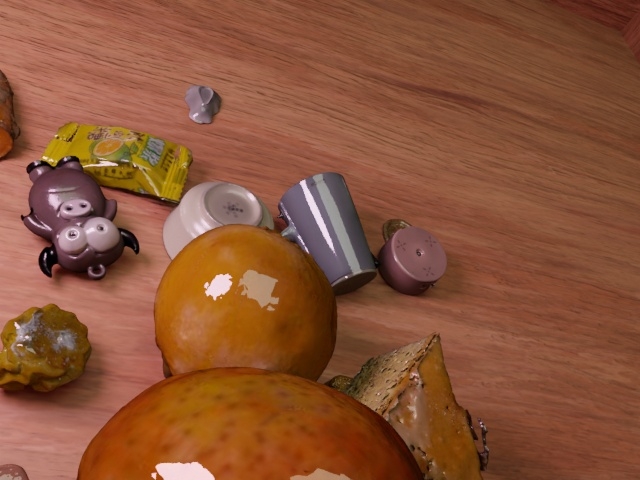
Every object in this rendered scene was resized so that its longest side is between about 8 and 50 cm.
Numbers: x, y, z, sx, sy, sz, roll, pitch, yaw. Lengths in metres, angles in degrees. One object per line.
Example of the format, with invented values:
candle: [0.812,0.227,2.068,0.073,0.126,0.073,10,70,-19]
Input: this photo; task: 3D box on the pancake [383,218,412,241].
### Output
pancake: [0.203,-0.010,1.581,0.115,0.011,0.115,15,46,-16]

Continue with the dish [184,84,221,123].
dish: [-0.289,-0.348,1.572,0.091,0.039,0.137,15,46,-18]

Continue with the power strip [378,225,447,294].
power strip: [0.217,0.049,1.484,0.154,0.078,0.154,13,56,-20]

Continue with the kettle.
kettle: [0.000,0.000,1.380,0.210,0.160,0.243,-16,68,-17]

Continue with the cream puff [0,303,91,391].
cream puff: [-0.448,0.180,1.005,0.146,0.116,0.146,44,22,-23]

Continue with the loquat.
loquat: [-0.126,0.132,1.071,0.328,0.328,0.328,15,48,-17]

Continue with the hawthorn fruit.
hawthorn fruit: [-0.095,0.379,0.813,0.472,0.472,0.472,15,48,-17]

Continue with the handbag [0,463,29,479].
handbag: [-0.477,0.386,0.838,0.193,0.072,0.151,-14,62,-34]

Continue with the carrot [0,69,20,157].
carrot: [-0.670,-0.280,1.284,0.102,0.102,0.263,3,45,-27]

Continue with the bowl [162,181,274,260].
bowl: [-0.197,-0.033,1.303,0.238,0.126,0.238,14,48,-16]

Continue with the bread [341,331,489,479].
bread: [0.181,0.351,1.081,0.315,0.248,0.279,45,48,-12]

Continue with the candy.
candy: [-0.421,-0.167,1.318,0.297,0.081,0.187,12,47,-5]

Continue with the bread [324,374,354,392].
bread: [0.047,0.297,1.215,0.083,0.046,0.081,-17,62,-36]

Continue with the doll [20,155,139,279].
doll: [-0.452,-0.041,1.173,0.182,0.117,0.257,-16,62,-30]
